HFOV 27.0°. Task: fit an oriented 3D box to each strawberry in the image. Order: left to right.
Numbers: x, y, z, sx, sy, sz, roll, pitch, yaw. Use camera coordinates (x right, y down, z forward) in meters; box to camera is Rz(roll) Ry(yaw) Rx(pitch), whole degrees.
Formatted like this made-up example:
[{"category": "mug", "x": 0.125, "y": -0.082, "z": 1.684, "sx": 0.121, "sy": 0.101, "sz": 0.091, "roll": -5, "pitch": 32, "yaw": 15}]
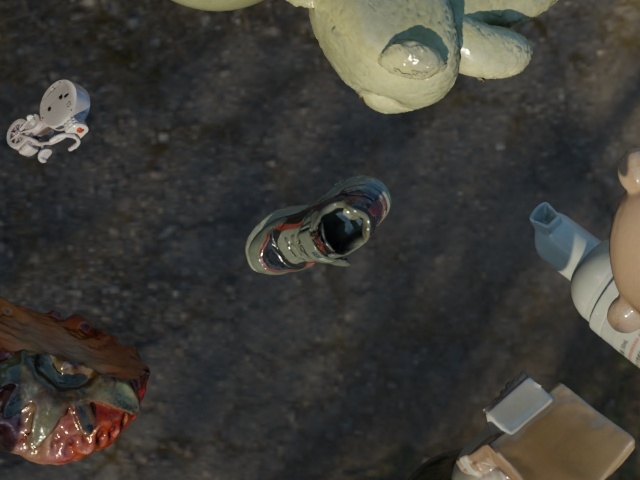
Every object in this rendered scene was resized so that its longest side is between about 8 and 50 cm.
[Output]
[{"category": "strawberry", "x": -0.367, "y": 0.181, "z": 1.731, "sx": 0.265, "sy": 0.336, "sz": 0.149, "roll": 15, "pitch": 98, "yaw": -21}]

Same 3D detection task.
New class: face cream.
[{"category": "face cream", "x": 0.437, "y": 0.083, "z": 1.821, "sx": 0.145, "sy": 0.370, "sz": 0.145, "roll": -36, "pitch": 152, "yaw": -23}]

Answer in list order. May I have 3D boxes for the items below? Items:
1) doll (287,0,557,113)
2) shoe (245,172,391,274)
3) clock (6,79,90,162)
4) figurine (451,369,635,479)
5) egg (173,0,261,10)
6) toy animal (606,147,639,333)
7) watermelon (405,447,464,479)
[{"category": "doll", "x": 0.104, "y": -0.206, "z": 1.179, "sx": 0.278, "sy": 0.175, "sz": 0.149, "roll": -32, "pitch": 144, "yaw": -35}, {"category": "shoe", "x": 0.000, "y": -0.001, "z": 1.872, "sx": 0.099, "sy": 0.227, "sz": 0.125, "roll": 55, "pitch": 13, "yaw": -25}, {"category": "clock", "x": -0.349, "y": -0.147, "z": 1.712, "sx": 0.041, "sy": 0.129, "sz": 0.087, "roll": 25, "pitch": 39, "yaw": -53}, {"category": "figurine", "x": 0.193, "y": 0.221, "z": 1.212, "sx": 0.162, "sy": 0.237, "sz": 0.141, "roll": -39, "pitch": 72, "yaw": -25}, {"category": "egg", "x": -0.105, "y": -0.340, "z": 1.306, "sx": 0.269, "sy": 0.219, "sz": 0.219, "roll": 85, "pitch": 28, "yaw": -61}, {"category": "toy animal", "x": 0.438, "y": 0.010, "z": 1.428, "sx": 0.229, "sy": 0.221, "sz": 0.210, "roll": -12, "pitch": 114, "yaw": -42}, {"category": "watermelon", "x": 0.173, "y": 0.335, "z": 1.481, "sx": 0.212, "sy": 0.212, "sz": 0.212, "roll": 2, "pitch": 87, "yaw": -45}]
